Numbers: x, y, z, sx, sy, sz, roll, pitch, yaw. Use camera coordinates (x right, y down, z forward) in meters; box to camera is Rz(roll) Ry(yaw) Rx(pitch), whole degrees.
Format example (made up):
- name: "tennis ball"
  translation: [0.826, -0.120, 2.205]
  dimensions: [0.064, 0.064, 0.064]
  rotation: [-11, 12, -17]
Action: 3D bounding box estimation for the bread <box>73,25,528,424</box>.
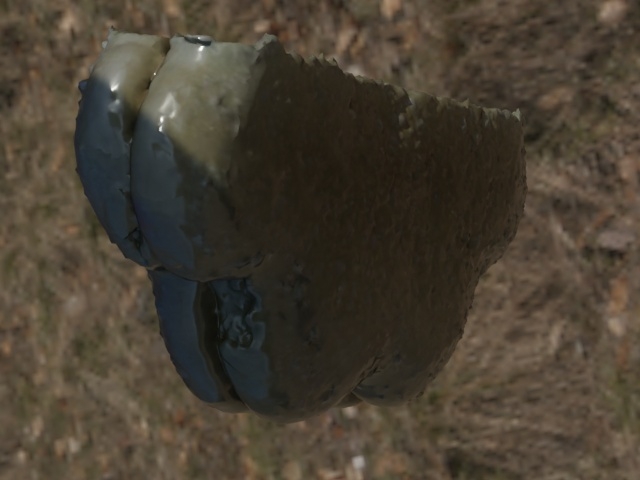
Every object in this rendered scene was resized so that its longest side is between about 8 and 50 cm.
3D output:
- name: "bread"
  translation: [0.005, -0.002, 0.745]
  dimensions: [0.337, 0.102, 0.183]
  rotation: [4, -93, -58]
